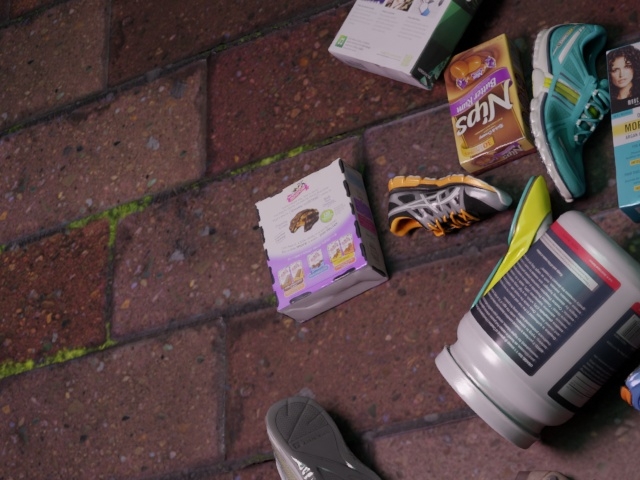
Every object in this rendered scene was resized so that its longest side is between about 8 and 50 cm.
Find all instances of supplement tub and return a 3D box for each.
[{"bbox_3d":[0.299,0.114,1.902,0.272,0.191,0.191,-47,51,8],"label":"supplement tub"}]

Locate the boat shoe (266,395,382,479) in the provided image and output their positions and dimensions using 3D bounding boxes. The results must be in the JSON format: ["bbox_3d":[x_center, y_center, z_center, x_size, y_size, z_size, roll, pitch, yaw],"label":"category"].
[{"bbox_3d":[0.018,0.360,2.056,0.118,0.103,0.320,-21,52,-21],"label":"boat shoe"}]

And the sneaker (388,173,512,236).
[{"bbox_3d":[0.184,-0.046,2.135,0.215,0.084,0.083,-1,71,45],"label":"sneaker"}]

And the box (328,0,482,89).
[{"bbox_3d":[0.168,-0.399,2.289,0.232,0.058,0.322,27,87,54],"label":"box"}]

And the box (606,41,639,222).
[{"bbox_3d":[0.451,-0.153,2.003,0.100,0.060,0.244,-15,62,29],"label":"box"}]

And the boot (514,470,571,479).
[{"bbox_3d":[0.281,0.352,1.907,0.087,0.042,0.118,15,85,31],"label":"boot"}]

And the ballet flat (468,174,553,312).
[{"bbox_3d":[0.283,0.026,2.042,0.077,0.077,0.231,24,87,19],"label":"ballet flat"}]

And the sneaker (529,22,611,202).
[{"bbox_3d":[0.353,-0.187,2.065,0.110,0.107,0.275,-7,65,24],"label":"sneaker"}]

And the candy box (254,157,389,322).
[{"bbox_3d":[0.000,0.000,2.245,0.165,0.070,0.196,-27,56,23],"label":"candy box"}]

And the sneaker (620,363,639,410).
[{"bbox_3d":[0.480,0.146,1.846,0.221,0.083,0.087,-48,64,14],"label":"sneaker"}]

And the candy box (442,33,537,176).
[{"bbox_3d":[0.248,-0.199,2.174,0.109,0.053,0.187,-22,59,25],"label":"candy box"}]
